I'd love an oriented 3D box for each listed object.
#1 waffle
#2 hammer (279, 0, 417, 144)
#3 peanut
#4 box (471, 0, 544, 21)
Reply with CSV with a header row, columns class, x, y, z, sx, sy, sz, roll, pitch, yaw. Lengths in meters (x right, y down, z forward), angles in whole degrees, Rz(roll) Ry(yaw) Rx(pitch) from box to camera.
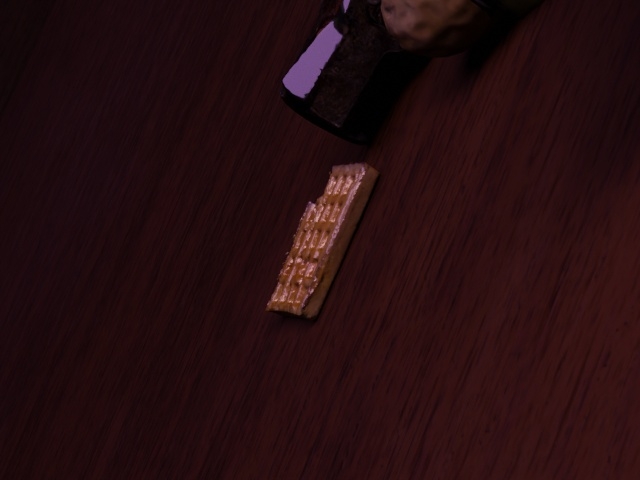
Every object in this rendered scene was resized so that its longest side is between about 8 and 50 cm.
class,x,y,z,sx,sy,sz,roll,pitch,yaw
waffle,0.000,0.000,1.504,0.135,0.021,0.092,-66,19,-9
hammer,0.034,-0.249,1.652,0.242,0.095,0.409,-59,17,12
peanut,0.128,-0.225,1.354,0.229,0.098,0.103,-47,52,34
box,0.222,-0.371,1.065,0.420,0.138,0.373,-39,21,32
